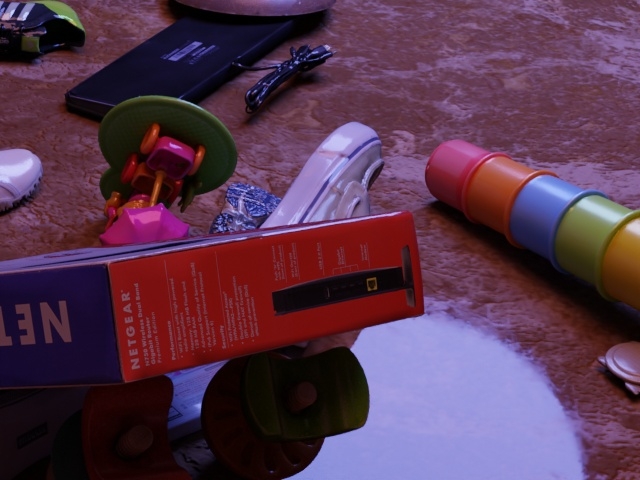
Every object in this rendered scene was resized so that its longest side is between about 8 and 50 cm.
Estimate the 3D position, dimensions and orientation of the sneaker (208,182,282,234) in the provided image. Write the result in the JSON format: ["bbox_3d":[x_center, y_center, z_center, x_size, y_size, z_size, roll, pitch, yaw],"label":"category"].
[{"bbox_3d":[-0.078,-0.008,1.833,0.052,0.058,0.135,26,29,7],"label":"sneaker"}]

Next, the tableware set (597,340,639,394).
[{"bbox_3d":[0.337,0.110,1.751,0.141,0.020,0.169,28,39,33],"label":"tableware set"}]

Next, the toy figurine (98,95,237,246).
[{"bbox_3d":[-0.162,-0.017,1.787,0.130,0.173,0.159,26,48,-16],"label":"toy figurine"}]

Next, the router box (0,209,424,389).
[{"bbox_3d":[-0.145,0.047,1.475,0.335,0.082,0.301,-6,3,43],"label":"router box"}]

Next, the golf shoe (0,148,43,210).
[{"bbox_3d":[-0.333,-0.068,1.864,0.069,0.086,0.176,29,36,36],"label":"golf shoe"}]

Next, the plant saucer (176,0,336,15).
[{"bbox_3d":[-0.079,-0.300,2.304,0.199,0.036,0.198,3,20,-1],"label":"plant saucer"}]

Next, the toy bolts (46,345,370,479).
[{"bbox_3d":[-0.092,0.188,1.489,0.228,0.158,0.218,2,70,-26],"label":"toy bolts"}]

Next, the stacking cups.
[{"bbox_3d":[0.223,-0.011,1.866,0.096,0.096,0.316,-19,29,-34],"label":"stacking cups"}]

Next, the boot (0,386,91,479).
[{"bbox_3d":[-0.267,0.146,1.553,0.086,0.069,0.190,20,25,35],"label":"boot"}]

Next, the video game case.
[{"bbox_3d":[-0.131,0.113,1.666,0.157,0.019,0.143,-20,39,-34],"label":"video game case"}]

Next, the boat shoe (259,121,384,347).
[{"bbox_3d":[0.000,0.000,1.816,0.094,0.109,0.302,30,43,5],"label":"boat shoe"}]

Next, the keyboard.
[{"bbox_3d":[-0.112,-0.185,2.149,0.201,0.033,0.317,14,32,25],"label":"keyboard"}]

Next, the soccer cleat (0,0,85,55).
[{"bbox_3d":[-0.339,-0.226,2.151,0.179,0.060,0.072,-11,36,-30],"label":"soccer cleat"}]
